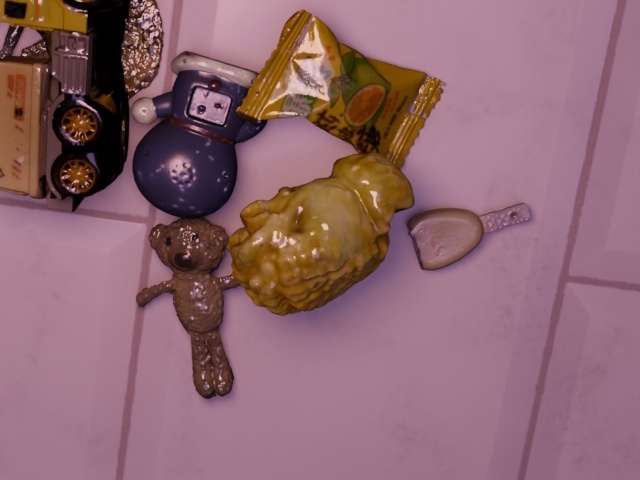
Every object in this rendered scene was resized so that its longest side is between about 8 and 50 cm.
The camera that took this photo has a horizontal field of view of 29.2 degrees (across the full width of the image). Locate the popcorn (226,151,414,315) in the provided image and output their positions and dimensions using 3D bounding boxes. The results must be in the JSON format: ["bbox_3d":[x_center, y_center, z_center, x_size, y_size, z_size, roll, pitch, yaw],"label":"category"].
[{"bbox_3d":[0.000,0.000,1.838,0.286,0.225,0.174,-32,72,-14],"label":"popcorn"}]

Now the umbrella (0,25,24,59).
[{"bbox_3d":[-0.460,-0.300,1.833,0.044,0.044,0.269,28,93,16],"label":"umbrella"}]

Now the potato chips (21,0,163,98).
[{"bbox_3d":[-0.331,-0.314,1.837,0.202,0.029,0.220,17,106,-8],"label":"potato chips"}]

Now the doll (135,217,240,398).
[{"bbox_3d":[-0.198,0.102,1.928,0.202,0.091,0.286,21,113,4],"label":"doll"}]

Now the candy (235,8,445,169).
[{"bbox_3d":[0.035,-0.211,1.832,0.297,0.081,0.187,24,97,-33],"label":"candy"}]

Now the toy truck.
[{"bbox_3d":[-0.393,-0.250,1.748,0.253,0.181,0.405,6,112,-2],"label":"toy truck"}]

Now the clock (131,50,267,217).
[{"bbox_3d":[-0.189,-0.154,1.828,0.199,0.146,0.243,18,96,-12],"label":"clock"}]

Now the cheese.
[{"bbox_3d":[0.235,-0.018,1.935,0.192,0.037,0.097,-17,106,2],"label":"cheese"}]
